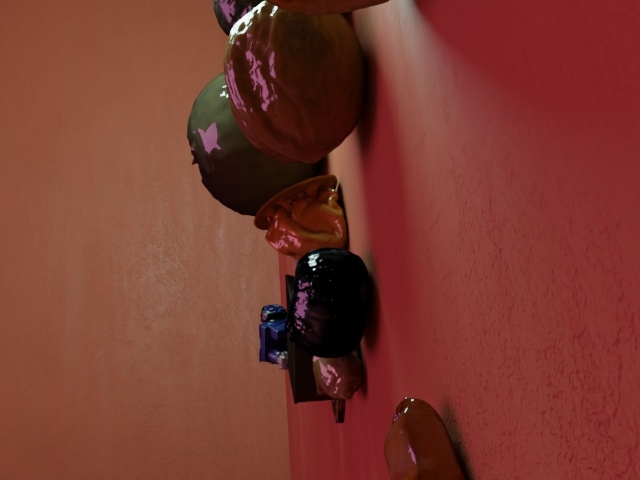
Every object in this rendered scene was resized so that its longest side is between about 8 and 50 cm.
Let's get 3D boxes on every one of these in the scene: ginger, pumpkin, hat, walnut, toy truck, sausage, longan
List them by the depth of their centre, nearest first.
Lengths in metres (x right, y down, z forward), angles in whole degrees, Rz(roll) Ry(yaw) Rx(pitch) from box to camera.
[{"bbox_3d":[0.145,0.338,0.924,0.348,0.094,0.097,-99,24,-53],"label":"sausage"},{"bbox_3d":[-0.050,-0.313,1.517,0.333,0.333,0.332,178,90,-82],"label":"walnut"},{"bbox_3d":[0.017,0.125,1.538,0.233,0.163,0.232,-171,90,-86],"label":"pumpkin"},{"bbox_3d":[0.051,0.250,1.642,0.123,0.115,0.193,5,89,61],"label":"ginger"},{"bbox_3d":[0.000,0.000,1.829,0.233,0.234,0.244,57,174,18],"label":"hat"},{"bbox_3d":[-0.063,0.258,2.032,0.177,0.213,0.161,23,118,50],"label":"toy truck"},{"bbox_3d":[-0.185,-0.277,2.140,0.404,0.404,0.435,-120,33,-74],"label":"longan"}]

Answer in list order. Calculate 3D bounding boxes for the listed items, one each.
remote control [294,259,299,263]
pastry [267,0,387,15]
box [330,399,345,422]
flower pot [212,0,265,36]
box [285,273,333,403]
[{"bbox_3d":[-0.046,0.029,2.388,0.277,0.056,0.102,-132,41,-76],"label":"remote control"},{"bbox_3d":[-0.015,-0.512,1.085,0.388,0.313,0.388,179,90,-87],"label":"pastry"},{"bbox_3d":[0.041,0.389,1.946,0.133,0.023,0.090,-105,14,-59],"label":"box"},{"bbox_3d":[-0.080,-0.541,1.711,0.213,0.302,0.301,-44,41,40],"label":"flower pot"},{"bbox_3d":[-0.005,0.228,1.814,0.184,0.143,0.273,-114,22,-70],"label":"box"}]
